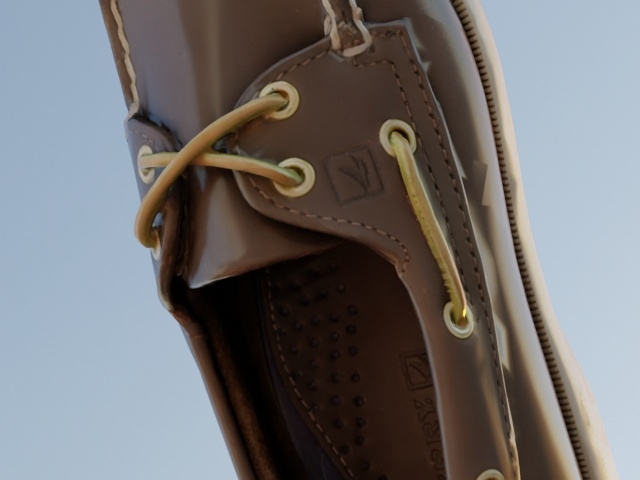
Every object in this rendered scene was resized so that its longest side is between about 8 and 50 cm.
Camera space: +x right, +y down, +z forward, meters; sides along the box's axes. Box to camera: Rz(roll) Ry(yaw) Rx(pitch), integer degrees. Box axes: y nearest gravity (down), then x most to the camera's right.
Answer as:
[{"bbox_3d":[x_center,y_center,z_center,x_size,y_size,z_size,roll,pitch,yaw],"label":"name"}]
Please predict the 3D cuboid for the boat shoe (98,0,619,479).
[{"bbox_3d":[0.000,0.000,0.424,0.117,0.324,0.097,-17,7,33],"label":"boat shoe"}]
